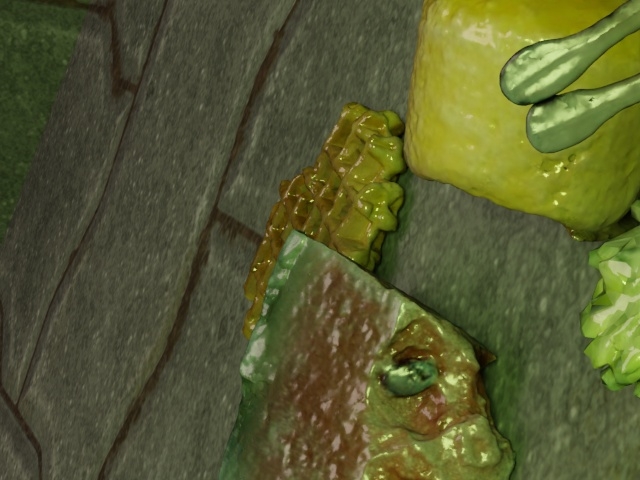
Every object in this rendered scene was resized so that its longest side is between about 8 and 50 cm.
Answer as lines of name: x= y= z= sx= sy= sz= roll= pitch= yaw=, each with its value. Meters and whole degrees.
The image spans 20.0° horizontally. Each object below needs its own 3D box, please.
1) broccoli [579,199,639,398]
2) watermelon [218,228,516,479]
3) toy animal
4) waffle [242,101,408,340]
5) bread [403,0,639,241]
broccoli: x=0.263 y=-0.045 z=0.718 sx=0.338 sy=0.277 sz=0.317 roll=-99 pitch=28 yaw=-54
watermelon: x=0.018 y=0.138 z=1.347 sx=0.302 sy=0.151 sz=0.264 roll=6 pitch=79 yaw=69
toy animal: x=0.243 y=-0.184 z=0.911 sx=0.302 sy=0.225 sz=0.284 roll=-26 pitch=17 yaw=25
waffle: x=-0.001 y=0.000 z=1.634 sx=0.253 sy=0.056 sz=0.249 roll=-11 pitch=64 yaw=68
bread: x=0.151 y=-0.105 z=1.179 sx=0.197 sy=0.197 sz=0.171 roll=-127 pitch=46 yaw=-64
